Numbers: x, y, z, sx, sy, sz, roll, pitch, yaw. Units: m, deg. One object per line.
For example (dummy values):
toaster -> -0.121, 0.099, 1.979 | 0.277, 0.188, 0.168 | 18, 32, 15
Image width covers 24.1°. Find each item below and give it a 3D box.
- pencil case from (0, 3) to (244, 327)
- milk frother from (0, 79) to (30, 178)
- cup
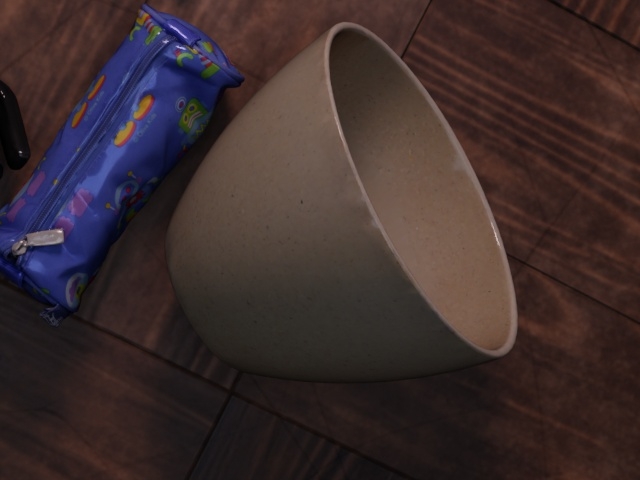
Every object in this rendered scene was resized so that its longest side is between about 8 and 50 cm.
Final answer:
pencil case -> -0.200, -0.074, 1.404 | 0.119, 0.133, 0.306 | 35, 88, 6
milk frother -> -0.359, -0.089, 1.399 | 0.143, 0.129, 0.134 | -34, 63, 24
cup -> 0.000, 0.000, 1.378 | 0.237, 0.331, 0.331 | -27, 100, 22
